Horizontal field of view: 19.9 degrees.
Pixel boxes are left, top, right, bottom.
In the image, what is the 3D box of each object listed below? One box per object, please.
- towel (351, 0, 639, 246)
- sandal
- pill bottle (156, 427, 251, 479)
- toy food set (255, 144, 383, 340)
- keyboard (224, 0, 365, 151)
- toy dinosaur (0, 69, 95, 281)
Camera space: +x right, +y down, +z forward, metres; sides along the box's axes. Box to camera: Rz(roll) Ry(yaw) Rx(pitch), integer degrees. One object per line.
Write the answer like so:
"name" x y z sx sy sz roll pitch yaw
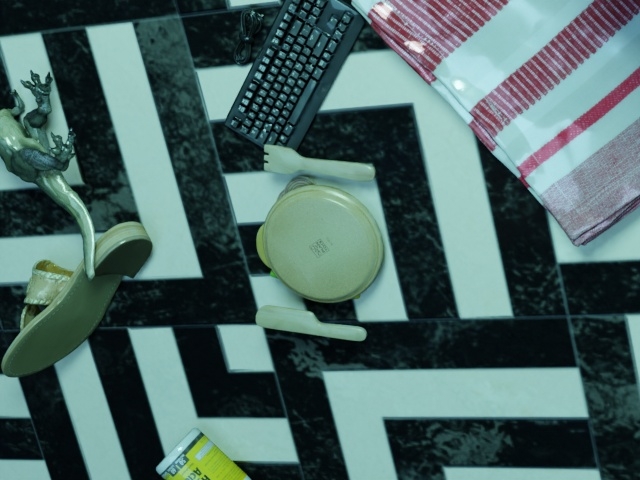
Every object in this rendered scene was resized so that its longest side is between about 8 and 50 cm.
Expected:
"towel" 0.201 -0.176 1.595 0.329 0.037 0.237 47 125 -1
"sandal" -0.268 0.044 1.934 0.240 0.088 0.079 -46 58 29
"pill bottle" -0.114 0.262 1.957 0.116 0.065 0.065 43 125 1
"toy food set" 0.000 0.000 1.790 0.132 0.038 0.192 10 113 14
"keyboard" -0.039 -0.169 1.727 0.108 0.023 0.180 35 124 8
"toy dinosaur" -0.290 -0.094 1.854 0.268 0.064 0.118 49 137 15
